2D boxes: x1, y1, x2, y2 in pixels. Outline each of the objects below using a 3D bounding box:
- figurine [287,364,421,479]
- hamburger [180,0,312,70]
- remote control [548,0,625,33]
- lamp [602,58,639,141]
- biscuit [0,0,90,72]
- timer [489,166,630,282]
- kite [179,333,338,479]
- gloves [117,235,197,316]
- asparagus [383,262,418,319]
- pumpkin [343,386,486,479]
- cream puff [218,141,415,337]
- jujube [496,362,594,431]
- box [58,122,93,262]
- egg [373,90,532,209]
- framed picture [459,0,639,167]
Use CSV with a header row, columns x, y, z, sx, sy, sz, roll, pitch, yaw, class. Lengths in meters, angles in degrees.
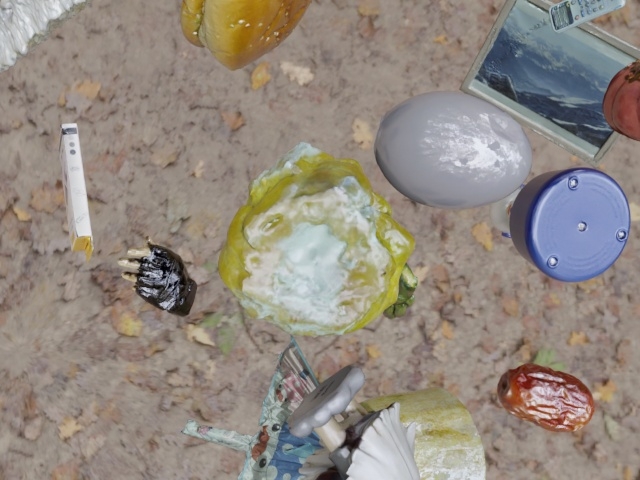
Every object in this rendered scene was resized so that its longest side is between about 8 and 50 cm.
x,y,z,sx,sy,sz,roll,pitch,yaw,class
0.103,0.324,0.738,0.387,0.166,0.207,57,31,-1,figurine
-0.121,-0.470,1.254,0.170,0.314,0.290,37,57,7,hamburger
0.454,-0.400,1.164,0.017,0.124,0.053,-5,83,-50,remote control
0.547,-0.222,1.082,0.182,0.182,0.140,-37,119,-24,lamp
-0.441,-0.375,1.084,0.084,0.281,0.179,50,30,-26,biscuit
0.560,-0.064,1.735,0.270,0.383,0.271,-2,101,-12,timer
-0.083,0.352,1.153,0.014,0.368,0.406,56,47,-52,kite
-0.381,0.078,1.589,0.124,0.203,0.164,-16,58,13,gloves
0.192,0.137,1.648,0.080,0.287,0.080,3,65,-7,asparagus
0.150,0.449,1.337,0.199,0.332,0.333,14,76,-27,pumpkin
0.000,0.000,1.340,0.378,0.275,0.379,0,102,1,cream puff
0.608,0.426,1.840,0.250,0.174,0.174,14,75,-4,jujube
-0.471,-0.088,1.303,0.033,0.129,0.247,-6,79,-25,box
0.198,-0.132,1.018,0.176,0.231,0.176,-33,131,-49,egg
0.478,-0.326,1.366,0.335,0.247,0.022,33,40,9,framed picture
